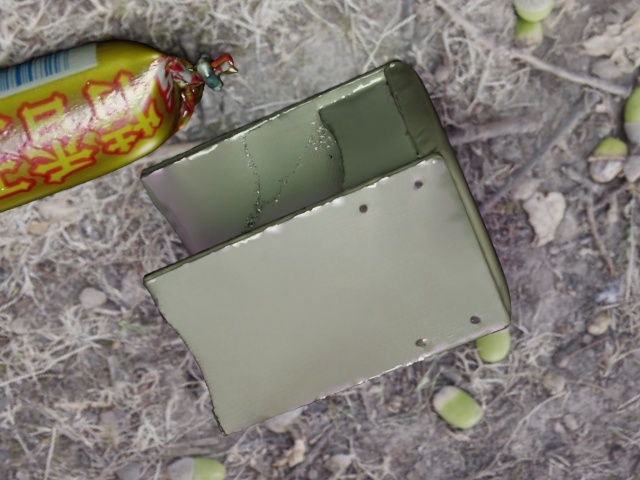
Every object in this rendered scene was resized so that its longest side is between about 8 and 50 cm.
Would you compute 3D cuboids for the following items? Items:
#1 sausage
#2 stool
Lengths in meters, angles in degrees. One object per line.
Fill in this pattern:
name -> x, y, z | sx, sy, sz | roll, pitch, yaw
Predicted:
sausage -> -0.221, -0.098, 1.539 | 0.317, 0.117, 0.125 | -17, 137, 3
stool -> 0.000, 0.000, 1.532 | 0.270, 0.243, 0.170 | -23, 114, 5
